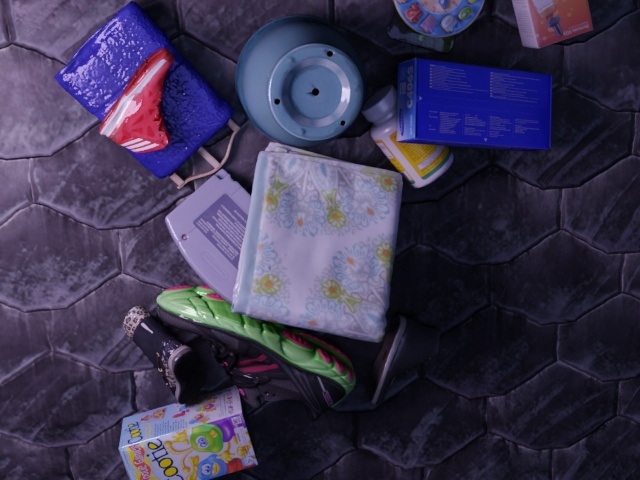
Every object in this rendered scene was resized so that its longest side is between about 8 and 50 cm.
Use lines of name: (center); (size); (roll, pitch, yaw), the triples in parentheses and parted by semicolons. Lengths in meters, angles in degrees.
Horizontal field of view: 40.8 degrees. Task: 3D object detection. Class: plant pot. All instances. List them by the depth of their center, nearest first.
plant pot: (-0.028, -0.304, 1.711); (0.272, 0.255, 0.271); (-2, 106, -8)

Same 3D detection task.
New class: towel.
towel: (-0.354, -0.302, 1.760); (0.228, 0.076, 0.308); (-40, 108, 11)
towel: (0.000, 0.000, 1.777); (0.321, 0.090, 0.374); (12, 73, -9)

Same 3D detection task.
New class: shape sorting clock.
shape sorting clock: (0.250, -0.529, 1.797); (0.206, 0.040, 0.206); (-2, 106, -8)

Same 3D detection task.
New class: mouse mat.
mouse mat: (0.235, -0.504, 1.827); (0.153, 0.007, 0.189); (13, 102, -12)

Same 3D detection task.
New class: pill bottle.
pill bottle: (0.181, -0.224, 1.839); (0.118, 0.117, 0.208); (-40, 108, 3)

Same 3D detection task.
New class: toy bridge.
toy bridge: (-0.238, -0.177, 1.832); (0.188, 0.026, 0.063); (-45, 108, 5)

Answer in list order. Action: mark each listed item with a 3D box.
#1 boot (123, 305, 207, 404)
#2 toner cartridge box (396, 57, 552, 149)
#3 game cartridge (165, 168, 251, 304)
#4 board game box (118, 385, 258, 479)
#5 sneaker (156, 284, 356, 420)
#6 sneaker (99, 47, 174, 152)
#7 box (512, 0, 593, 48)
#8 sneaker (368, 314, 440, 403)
boot: (-0.343, 0.252, 1.901); (0.179, 0.236, 0.085); (39, 64, 21)
toner cartridge box: (0.326, -0.278, 1.802); (0.348, 0.075, 0.165); (1, 89, -26)
game cartridge: (-0.176, 0.015, 1.812); (0.294, 0.060, 0.196); (46, 70, 2)
board game box: (-0.295, 0.453, 1.939); (0.275, 0.144, 0.142); (-15, 108, -4)
sneaker: (-0.153, 0.257, 1.889); (0.483, 0.185, 0.202); (30, 101, -12)
sneaker: (-0.327, -0.267, 1.702); (0.128, 0.087, 0.221); (34, 116, -24)
box: (0.484, -0.509, 1.820); (0.130, 0.091, 0.170); (-20, 107, -3)
sneaker: (0.196, 0.292, 2.004); (0.118, 0.083, 0.222); (19, 101, -14)
